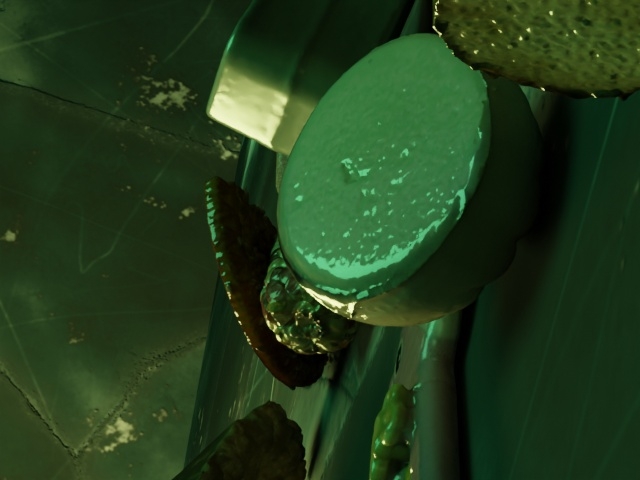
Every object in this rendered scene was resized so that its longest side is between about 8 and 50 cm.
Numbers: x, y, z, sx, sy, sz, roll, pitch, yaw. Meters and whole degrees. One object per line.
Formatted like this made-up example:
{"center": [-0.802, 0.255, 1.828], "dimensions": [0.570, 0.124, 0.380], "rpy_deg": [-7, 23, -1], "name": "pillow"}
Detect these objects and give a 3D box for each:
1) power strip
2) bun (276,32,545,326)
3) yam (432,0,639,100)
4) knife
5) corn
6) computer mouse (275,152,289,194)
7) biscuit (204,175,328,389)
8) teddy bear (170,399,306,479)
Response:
{"center": [0.041, -0.162, 1.153], "dimensions": [0.229, 0.141, 0.261], "rpy_deg": [113, -178, -55], "name": "power strip"}
{"center": [0.053, -0.021, 0.821], "dimensions": [0.138, 0.094, 0.138], "rpy_deg": [-23, 55, 38], "name": "bun"}
{"center": [0.102, -0.150, 0.554], "dimensions": [0.107, 0.107, 0.194], "rpy_deg": [127, 156, -75], "name": "yam"}
{"center": [0.044, 0.145, 0.810], "dimensions": [0.399, 0.038, 0.132], "rpy_deg": [-88, 9, -55], "name": "knife"}
{"center": [0.000, 0.000, 1.298], "dimensions": [0.237, 0.079, 0.079], "rpy_deg": [-84, 8, -58], "name": "corn"}
{"center": [0.007, -0.113, 1.485], "dimensions": [0.113, 0.068, 0.229], "rpy_deg": [-43, -43, -69], "name": "computer mouse"}
{"center": [-0.033, 0.045, 1.327], "dimensions": [0.206, 0.025, 0.126], "rpy_deg": [53, -155, -51], "name": "biscuit"}
{"center": [-0.082, 0.272, 1.279], "dimensions": [0.246, 0.222, 0.296], "rpy_deg": [-39, -7, 29], "name": "teddy bear"}
